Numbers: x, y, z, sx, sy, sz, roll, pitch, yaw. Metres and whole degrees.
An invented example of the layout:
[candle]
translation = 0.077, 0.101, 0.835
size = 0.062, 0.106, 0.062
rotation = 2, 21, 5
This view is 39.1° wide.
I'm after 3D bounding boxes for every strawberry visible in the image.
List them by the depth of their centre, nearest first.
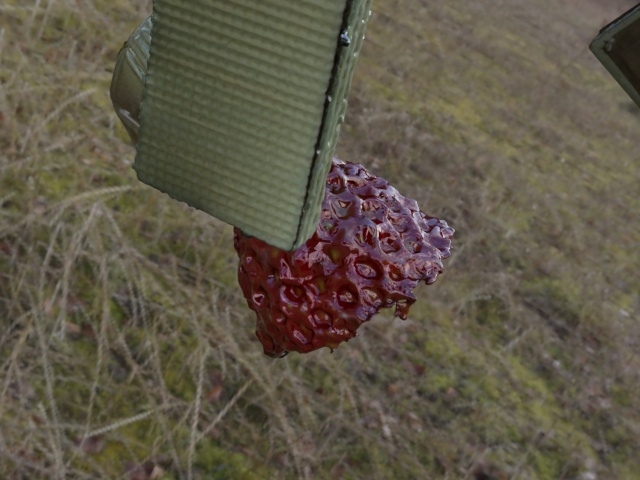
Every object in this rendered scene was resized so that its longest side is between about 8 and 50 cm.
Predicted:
[strawberry]
translation = 0.000, 0.000, 0.897
size = 0.178, 0.234, 0.234
rotation = 57, 21, -8

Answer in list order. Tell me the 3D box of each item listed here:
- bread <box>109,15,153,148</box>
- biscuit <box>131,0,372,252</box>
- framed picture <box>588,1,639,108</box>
[bread]
translation = -0.110, -0.177, 0.945
size = 0.210, 0.192, 0.110
rotation = -38, 83, -29
[biscuit]
translation = -0.039, -0.100, 0.500
size = 0.121, 0.199, 0.040
rotation = 27, 35, 17
[framed picture]
translation = 0.217, -0.018, 0.264
size = 0.231, 0.173, 0.010
rotation = 47, 45, -11
